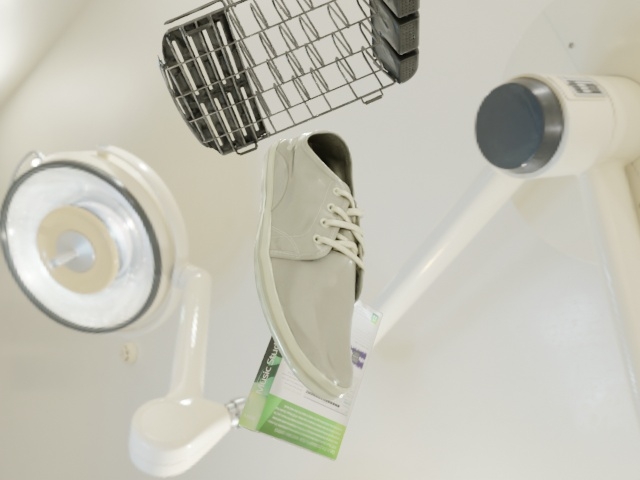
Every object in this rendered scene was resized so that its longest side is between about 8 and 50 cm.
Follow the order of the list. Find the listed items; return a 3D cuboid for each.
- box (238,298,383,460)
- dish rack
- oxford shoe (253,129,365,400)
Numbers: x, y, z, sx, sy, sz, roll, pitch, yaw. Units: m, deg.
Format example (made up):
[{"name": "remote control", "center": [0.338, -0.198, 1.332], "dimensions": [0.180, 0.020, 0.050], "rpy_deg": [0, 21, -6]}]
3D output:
[{"name": "box", "center": [-0.008, 0.246, 1.203], "dimensions": [0.059, 0.232, 0.321], "rpy_deg": [-1, -119, 46]}, {"name": "dish rack", "center": [-0.023, -0.197, 0.608], "dimensions": [0.208, 0.272, 0.074], "rpy_deg": [74, -9, -60]}, {"name": "oxford shoe", "center": [0.000, 0.000, 0.853], "dimensions": [0.130, 0.169, 0.449], "rpy_deg": [-25, -134, 23]}]
